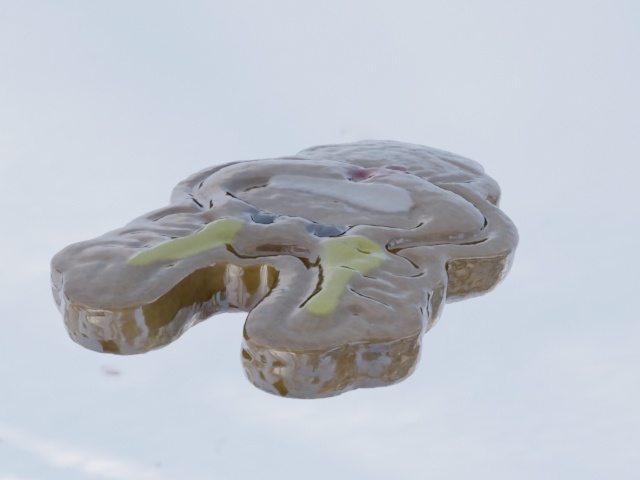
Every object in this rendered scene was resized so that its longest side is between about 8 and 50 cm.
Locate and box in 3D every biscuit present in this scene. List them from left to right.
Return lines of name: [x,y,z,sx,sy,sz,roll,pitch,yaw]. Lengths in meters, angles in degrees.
biscuit: [0.000,-0.003,0.799,0.186,0.044,0.295,13,-158,16]
